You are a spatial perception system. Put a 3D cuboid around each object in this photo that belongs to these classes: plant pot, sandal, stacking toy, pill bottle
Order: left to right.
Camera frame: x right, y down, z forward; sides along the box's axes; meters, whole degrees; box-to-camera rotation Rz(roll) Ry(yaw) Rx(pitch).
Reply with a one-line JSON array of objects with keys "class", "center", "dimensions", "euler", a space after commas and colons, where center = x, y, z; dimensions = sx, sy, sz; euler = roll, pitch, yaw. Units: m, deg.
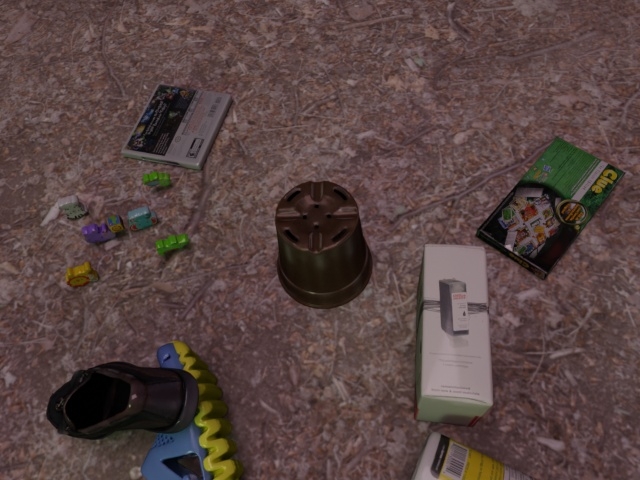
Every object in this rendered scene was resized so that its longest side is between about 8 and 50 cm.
[{"class": "stacking toy", "center": [-0.361, -0.025, 0.947], "dimensions": [0.221, 0.052, 0.167], "euler": [-18, 63, -7]}, {"class": "sandal", "center": [-0.187, 0.289, 0.715], "dimensions": [0.138, 0.126, 0.318], "euler": [-22, 60, -2]}, {"class": "plant pot", "center": [0.000, 0.000, 0.830], "dimensions": [0.166, 0.165, 0.167], "euler": [-2, 60, 4]}, {"class": "pill bottle", "center": [0.214, 0.338, 0.647], "dimensions": [0.208, 0.119, 0.119], "euler": [22, 65, 17]}]

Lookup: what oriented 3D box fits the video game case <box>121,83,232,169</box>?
[{"class": "video game case", "center": [-0.293, -0.238, 1.073], "dimensions": [0.173, 0.022, 0.191], "euler": [11, 63, 11]}]

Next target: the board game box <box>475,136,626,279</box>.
[{"class": "board game box", "center": [0.402, -0.063, 0.906], "dimensions": [0.136, 0.030, 0.259], "euler": [37, 70, 25]}]

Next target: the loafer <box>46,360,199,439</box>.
[{"class": "loafer", "center": [-0.297, 0.212, 0.705], "dimensions": [0.302, 0.095, 0.109], "euler": [-14, 64, 34]}]

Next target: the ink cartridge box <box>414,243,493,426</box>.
[{"class": "ink cartridge box", "center": [0.184, 0.135, 0.740], "dimensions": [0.092, 0.159, 0.218], "euler": [5, 61, 9]}]
